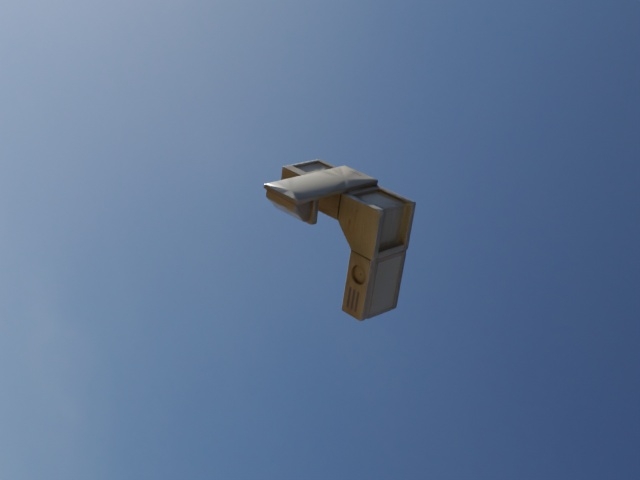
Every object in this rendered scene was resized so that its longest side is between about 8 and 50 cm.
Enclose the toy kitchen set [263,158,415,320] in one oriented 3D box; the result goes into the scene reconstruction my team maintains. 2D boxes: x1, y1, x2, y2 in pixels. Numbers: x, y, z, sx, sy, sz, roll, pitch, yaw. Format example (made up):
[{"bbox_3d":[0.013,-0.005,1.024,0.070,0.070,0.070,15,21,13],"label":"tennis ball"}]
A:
[{"bbox_3d":[0.000,0.000,0.556,0.083,0.068,0.075,28,-59,39],"label":"toy kitchen set"}]
